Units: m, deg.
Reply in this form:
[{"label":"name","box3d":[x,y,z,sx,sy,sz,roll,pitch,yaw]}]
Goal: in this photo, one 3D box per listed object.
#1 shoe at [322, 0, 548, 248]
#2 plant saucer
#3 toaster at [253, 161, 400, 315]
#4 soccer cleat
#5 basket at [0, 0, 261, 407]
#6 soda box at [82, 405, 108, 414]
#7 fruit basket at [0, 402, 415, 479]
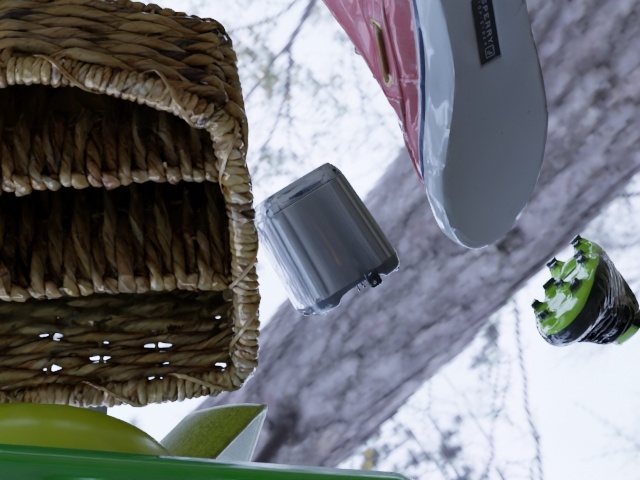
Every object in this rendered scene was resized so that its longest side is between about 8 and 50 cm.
[{"label":"shoe","box3d":[0.046,-0.084,0.559,0.063,0.178,0.081,-30,-141,-25]},{"label":"plant saucer","box3d":[-0.125,0.207,0.906,0.045,0.188,0.188,36,-128,15]},{"label":"toaster","box3d":[0.000,0.000,1.491,0.129,0.227,0.146,-32,-89,-7]},{"label":"soccer cleat","box3d":[0.185,0.043,0.862,0.072,0.060,0.179,46,-162,2]},{"label":"basket","box3d":[-0.193,-0.027,0.876,0.299,0.213,0.223,-3,-131,-4]},{"label":"soda box","box3d":[-0.370,0.188,1.398,0.286,0.091,0.098,24,-125,-41]},{"label":"fruit basket","box3d":[-0.122,0.194,0.552,0.392,0.392,0.282,13,-110,-31]}]
